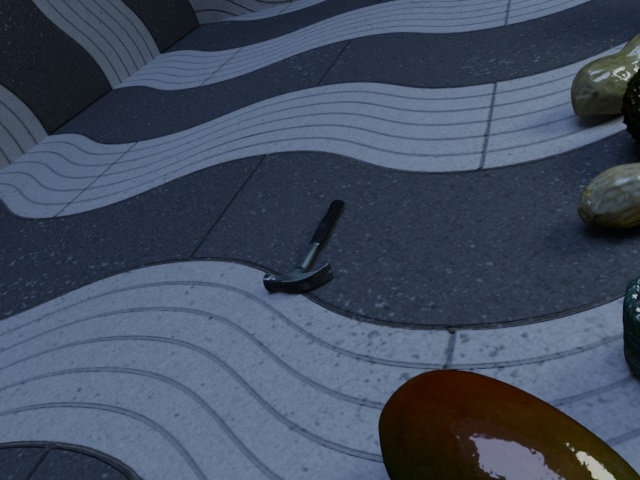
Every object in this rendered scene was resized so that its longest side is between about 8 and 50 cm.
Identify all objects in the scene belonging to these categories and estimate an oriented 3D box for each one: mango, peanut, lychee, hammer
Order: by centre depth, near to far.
[{"bbox_3d":[0.167,0.203,0.506,0.289,0.129,0.146,23,48,37],"label":"mango"},{"bbox_3d":[0.447,-0.070,0.814,0.207,0.087,0.087,-15,31,6],"label":"peanut"},{"bbox_3d":[0.532,-0.209,0.923,0.171,0.171,0.171,-14,31,9],"label":"lychee"},{"bbox_3d":[0.000,0.000,1.009,0.103,0.029,0.246,-3,33,26],"label":"hammer"},{"bbox_3d":[0.554,-0.301,1.087,0.257,0.123,0.123,-23,31,-10],"label":"peanut"}]

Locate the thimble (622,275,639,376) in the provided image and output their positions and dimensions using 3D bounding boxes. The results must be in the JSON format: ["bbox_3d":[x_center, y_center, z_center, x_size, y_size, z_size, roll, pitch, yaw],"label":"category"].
[{"bbox_3d":[0.371,0.084,0.609,0.135,0.090,0.118,-27,32,-13],"label":"thimble"}]
